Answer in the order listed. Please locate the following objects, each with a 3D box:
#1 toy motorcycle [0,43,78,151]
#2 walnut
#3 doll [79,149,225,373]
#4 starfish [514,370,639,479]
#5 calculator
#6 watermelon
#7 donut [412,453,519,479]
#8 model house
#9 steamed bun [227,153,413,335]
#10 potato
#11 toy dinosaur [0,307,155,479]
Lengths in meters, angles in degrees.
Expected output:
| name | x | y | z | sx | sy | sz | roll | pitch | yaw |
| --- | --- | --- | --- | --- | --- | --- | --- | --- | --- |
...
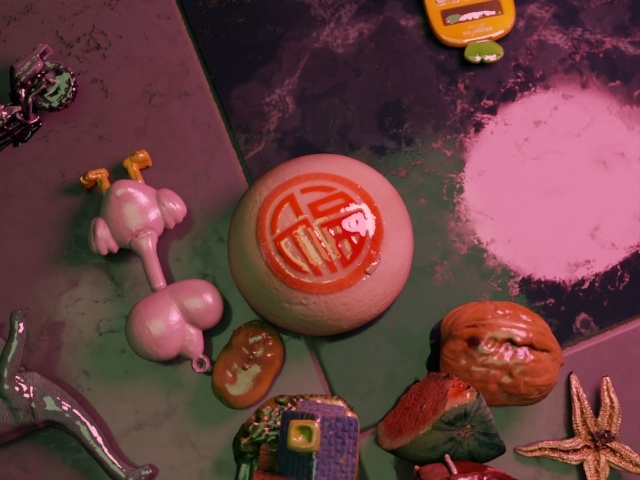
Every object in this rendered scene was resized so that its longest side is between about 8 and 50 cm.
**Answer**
| name | x | y | z | sx | sy | sz | roll | pitch | yaw |
| --- | --- | --- | --- | --- | --- | --- | --- | --- | --- |
| toy motorcycle | -0.524 | -0.219 | 1.343 | 0.270 | 0.106 | 0.159 | -37 | 86 | -3 |
| walnut | 0.264 | 0.166 | 1.239 | 0.184 | 0.155 | 0.155 | 6 | 79 | 7 |
| doll | -0.254 | 0.036 | 1.293 | 0.160 | 0.094 | 0.365 | -24 | 79 | -7 |
| starfish | 0.399 | 0.305 | 1.257 | 0.216 | 0.050 | 0.223 | 2 | 67 | 7 |
| calculator | 0.244 | -0.397 | 1.410 | 0.146 | 0.032 | 0.235 | -12 | 77 | -2 |
| watermelon | 0.185 | 0.277 | 1.183 | 0.146 | 0.231 | 0.128 | 35 | 77 | -8 |
| donut | 0.196 | 0.452 | 1.142 | 0.259 | 0.136 | 0.345 | 15 | 103 | -28 |
| model house | -0.036 | 0.317 | 1.188 | 0.195 | 0.189 | 0.214 | 9 | 80 | 0 |
| steamed bun | 0.000 | 0.000 | 1.255 | 0.283 | 0.177 | 0.283 | 0 | 78 | 0 |
| potato | -0.109 | 0.185 | 1.273 | 0.091 | 0.070 | 0.138 | 31 | 88 | 1 |
| toy dinosaur | -0.480 | 0.297 | 1.248 | 0.383 | 0.129 | 0.331 | -25 | 88 | -4 |
